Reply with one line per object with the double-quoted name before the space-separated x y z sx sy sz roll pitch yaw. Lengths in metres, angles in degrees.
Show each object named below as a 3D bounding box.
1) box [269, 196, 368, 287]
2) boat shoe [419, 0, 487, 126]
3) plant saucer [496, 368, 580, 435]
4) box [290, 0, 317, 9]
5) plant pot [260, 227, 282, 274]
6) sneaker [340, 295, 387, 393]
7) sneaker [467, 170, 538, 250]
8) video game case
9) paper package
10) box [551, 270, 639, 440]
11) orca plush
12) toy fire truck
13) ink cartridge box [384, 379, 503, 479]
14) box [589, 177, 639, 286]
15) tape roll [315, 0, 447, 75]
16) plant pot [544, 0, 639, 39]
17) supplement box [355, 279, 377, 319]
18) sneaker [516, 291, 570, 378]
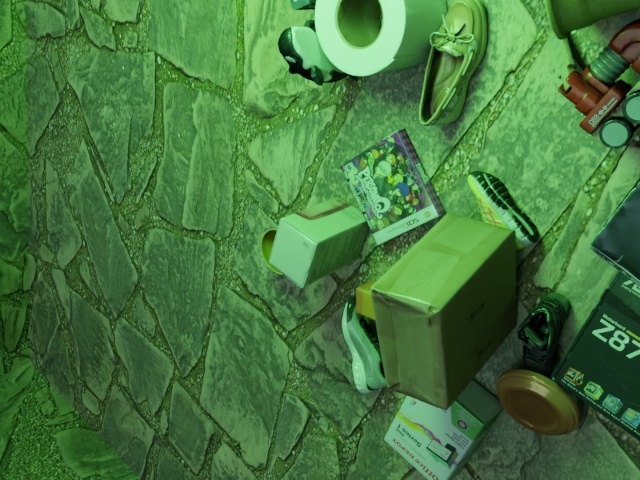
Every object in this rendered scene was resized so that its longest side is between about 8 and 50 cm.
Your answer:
"box" 0.000 0.000 1.791 0.127 0.232 0.148 36 127 26
"boat shoe" 0.281 -0.382 1.490 0.105 0.089 0.285 26 122 33
"plant saucer" 0.491 0.379 1.583 0.200 0.037 0.199 28 143 23
"box" -0.014 -0.654 1.586 0.059 0.183 0.232 -4 104 44
"plant pot" -0.091 0.020 1.977 0.134 0.095 0.134 16 116 37
"sneaker" 0.127 0.282 1.897 0.108 0.100 0.271 -14 93 20
"sneaker" 0.383 -0.059 1.530 0.208 0.081 0.094 56 136 10
"video game case" 0.175 -0.129 1.717 0.210 0.042 0.232 -27 87 43
"paper package" 0.276 0.148 1.496 0.168 0.325 0.309 19 134 36
"box" 0.704 0.264 1.354 0.395 0.097 0.318 37 124 26
"orca plush" -0.027 -0.426 1.612 0.102 0.287 0.151 -10 98 30
"toy fire truck" 0.528 -0.327 1.269 0.246 0.158 0.217 41 130 10
"ink cartridge box" 0.310 0.469 1.773 0.201 0.117 0.278 39 129 25
"box" 0.724 -0.008 0.963 0.472 0.480 0.297 40 127 23
"tape roll" 0.132 -0.494 1.526 0.246 0.169 0.246 17 117 36
"plant pot" 0.518 -0.491 1.140 0.254 0.276 0.275 -1 106 31
"supplement box" 0.204 0.178 1.787 0.234 0.080 0.078 21 120 37
"sneaker" 0.477 0.234 1.526 0.087 0.130 0.227 28 125 34
